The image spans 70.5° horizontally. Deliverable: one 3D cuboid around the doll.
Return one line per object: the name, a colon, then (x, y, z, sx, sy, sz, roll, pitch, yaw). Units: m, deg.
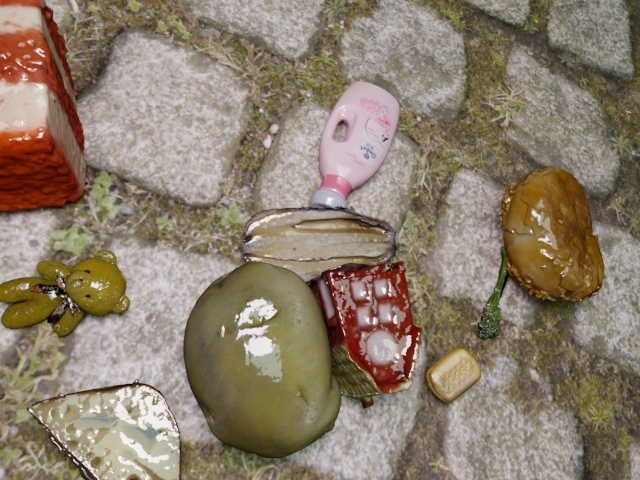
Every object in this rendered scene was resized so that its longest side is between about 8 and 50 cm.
doll: (-0.448, 0.093, 0.783, 0.209, 0.097, 0.137, -17, 83, -14)

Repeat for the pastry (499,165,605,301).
pastry: (0.517, -0.008, 1.039, 0.254, 0.161, 0.311, 6, 71, -36)

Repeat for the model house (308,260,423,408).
model house: (0.081, 0.181, 0.844, 0.159, 0.196, 0.254, -8, 75, -20)

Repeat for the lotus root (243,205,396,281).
lotus root: (0.001, 0.000, 0.940, 0.329, 0.078, 0.167, 2, 108, -16)

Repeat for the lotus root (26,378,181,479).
lotus root: (-0.327, 0.322, 0.749, 0.170, 0.074, 0.261, -39, 84, -24)

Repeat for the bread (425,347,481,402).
bread: (0.271, 0.279, 0.937, 0.115, 0.056, 0.082, -36, 80, -18)

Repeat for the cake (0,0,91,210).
cake: (-0.565, -0.230, 0.760, 0.269, 0.269, 0.320, -11, 74, -19)

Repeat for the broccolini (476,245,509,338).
broccolini: (0.404, 0.112, 1.037, 0.054, 0.051, 0.239, 23, 65, 3)

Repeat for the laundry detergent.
laundry detergent: (0.070, -0.203, 1.025, 0.158, 0.088, 0.335, 26, 68, -5)

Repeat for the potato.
potato: (-0.104, 0.198, 0.772, 0.242, 0.221, 0.327, -9, 79, -20)

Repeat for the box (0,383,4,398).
box: (-0.650, 0.175, 0.715, 0.175, 0.062, 0.261, -26, 80, -21)
